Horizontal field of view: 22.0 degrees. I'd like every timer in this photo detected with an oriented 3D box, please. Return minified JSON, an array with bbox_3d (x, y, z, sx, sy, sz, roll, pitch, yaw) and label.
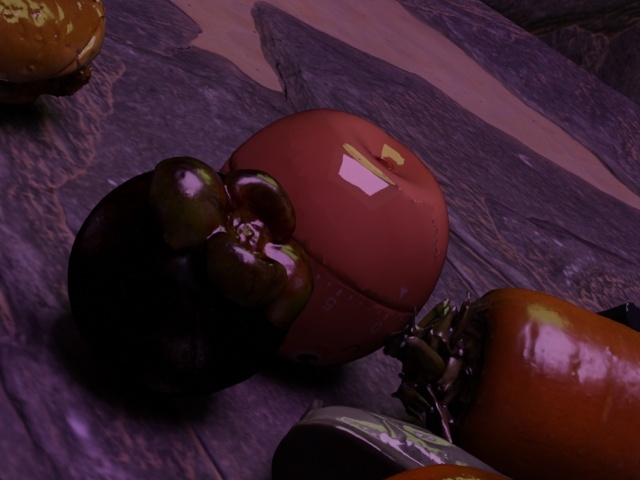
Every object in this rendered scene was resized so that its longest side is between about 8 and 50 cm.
[{"bbox_3d":[0.000,0.000,1.523,0.229,0.215,0.230,33,21,-15],"label":"timer"}]

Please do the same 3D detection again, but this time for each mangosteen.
[{"bbox_3d":[-0.104,0.029,1.338,0.210,0.210,0.210,28,22,-12],"label":"mangosteen"}]

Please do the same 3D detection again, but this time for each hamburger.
[{"bbox_3d":[-0.329,-0.211,1.618,0.245,0.155,0.282,33,25,-19],"label":"hamburger"}]

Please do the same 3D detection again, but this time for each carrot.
[{"bbox_3d":[0.197,0.152,1.500,0.331,0.214,0.193,25,6,-14],"label":"carrot"}]

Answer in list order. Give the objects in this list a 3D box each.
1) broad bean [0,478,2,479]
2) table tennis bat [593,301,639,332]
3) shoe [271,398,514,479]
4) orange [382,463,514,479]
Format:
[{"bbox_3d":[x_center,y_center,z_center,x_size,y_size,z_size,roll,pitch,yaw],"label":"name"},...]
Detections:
[{"bbox_3d":[-0.235,0.180,1.011,0.153,0.072,0.207,35,20,-11],"label":"broad bean"},{"bbox_3d":[0.216,0.101,1.629,0.150,0.236,0.027,33,54,-34],"label":"table tennis bat"},{"bbox_3d":[0.092,0.212,1.350,0.274,0.103,0.098,29,20,-5],"label":"shoe"},{"bbox_3d":[0.102,0.254,1.180,0.224,0.170,0.224,30,22,-13],"label":"orange"}]
